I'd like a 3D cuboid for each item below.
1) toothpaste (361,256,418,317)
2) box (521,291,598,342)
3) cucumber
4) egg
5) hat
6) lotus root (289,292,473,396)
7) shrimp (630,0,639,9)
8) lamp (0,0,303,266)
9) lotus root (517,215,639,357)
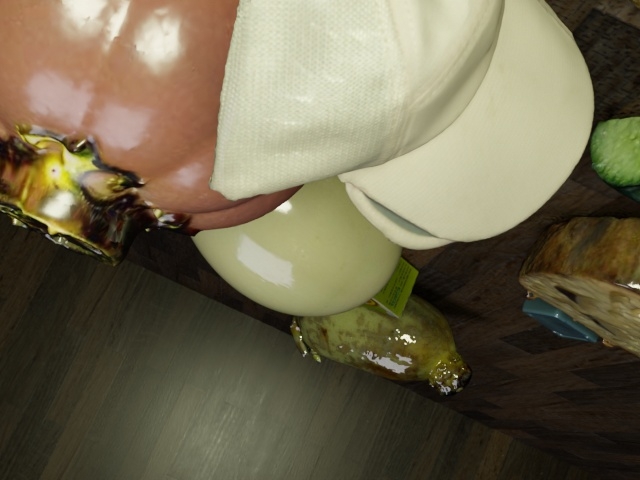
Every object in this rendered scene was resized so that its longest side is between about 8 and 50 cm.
[{"bbox_3d":[0.000,0.000,1.226,0.110,0.077,0.327,11,162,40],"label":"toothpaste"},{"bbox_3d":[0.275,0.074,1.053,0.099,0.054,0.074,32,168,-32],"label":"box"},{"bbox_3d":[0.253,-0.038,0.618,0.115,0.062,0.116,25,170,-20],"label":"cucumber"},{"bbox_3d":[-0.029,-0.030,0.895,0.241,0.186,0.186,34,165,-20],"label":"egg"},{"bbox_3d":[0.064,-0.104,0.421,0.225,0.220,0.164,16,160,-20],"label":"hat"},{"bbox_3d":[0.099,0.144,1.469,0.309,0.173,0.173,19,167,25],"label":"lotus root"},{"bbox_3d":[0.157,-0.140,0.355,0.185,0.068,0.287,26,170,1],"label":"shrimp"},{"bbox_3d":[-0.140,-0.109,0.645,0.305,0.240,0.305,23,167,5],"label":"lamp"},{"bbox_3d":[0.276,0.046,0.895,0.170,0.075,0.261,23,169,10],"label":"lotus root"}]
